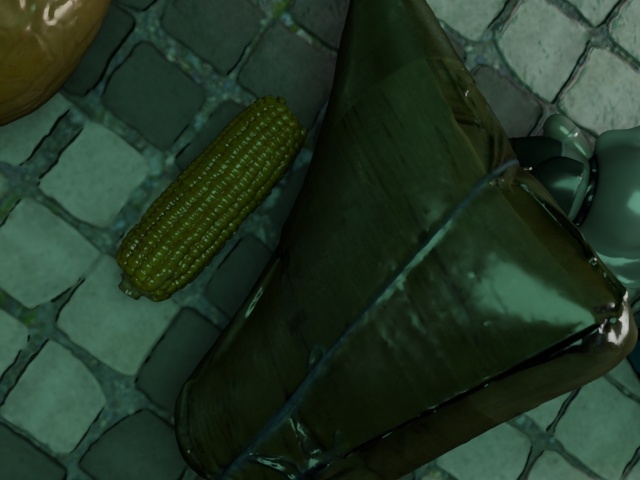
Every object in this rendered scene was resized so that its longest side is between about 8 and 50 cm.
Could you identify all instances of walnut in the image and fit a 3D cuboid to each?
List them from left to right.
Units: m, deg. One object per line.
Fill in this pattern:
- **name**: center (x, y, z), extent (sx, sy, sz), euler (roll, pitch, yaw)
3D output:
- **walnut**: center (-0.254, -0.190, 0.821), extent (0.193, 0.193, 0.226), euler (28, 72, -11)

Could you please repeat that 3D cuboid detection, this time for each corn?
- **corn**: center (-0.089, -0.033, 0.907), extent (0.068, 0.068, 0.207), euler (42, 77, -8)

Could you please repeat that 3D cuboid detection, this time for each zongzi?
- **zongzi**: center (0.000, 0.000, 0.875), extent (0.356, 0.174, 0.393), euler (-31, 81, 8)

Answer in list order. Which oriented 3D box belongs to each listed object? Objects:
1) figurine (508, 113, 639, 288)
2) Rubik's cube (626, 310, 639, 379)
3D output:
- **figurine**: center (0.234, -0.038, 0.947), extent (0.192, 0.126, 0.147), euler (16, 91, 3)
- **Rubik's cube**: center (0.382, 0.104, 0.962), extent (0.163, 0.160, 0.162), euler (-34, 96, -13)
